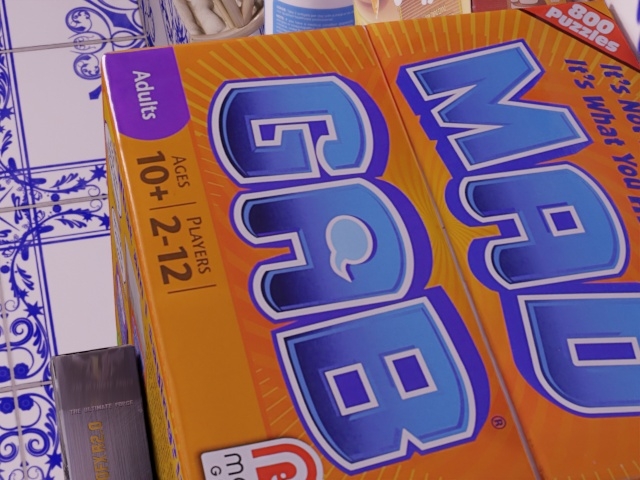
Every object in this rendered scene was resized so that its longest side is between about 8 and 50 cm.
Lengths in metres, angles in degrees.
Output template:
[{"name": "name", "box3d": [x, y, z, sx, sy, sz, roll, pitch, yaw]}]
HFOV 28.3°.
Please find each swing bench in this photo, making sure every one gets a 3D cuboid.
[{"name": "swing bench", "box3d": [-0.155, -0.453, 1.896, 0.253, 0.165, 0.255, -119, 19, -55]}]

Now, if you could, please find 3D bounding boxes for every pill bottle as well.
[{"name": "pill bottle", "box3d": [-0.002, -0.256, 1.427, 0.124, 0.124, 0.222, -114, 20, -50]}]

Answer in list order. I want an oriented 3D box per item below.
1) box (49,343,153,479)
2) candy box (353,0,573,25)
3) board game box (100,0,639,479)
[{"name": "box", "box3d": [-0.154, 0.172, 0.906, 0.231, 0.056, 0.183, 152, 109, -76]}, {"name": "candy box", "box3d": [0.104, -0.239, 1.054, 0.316, 0.087, 0.183, -145, 47, -72]}, {"name": "board game box", "box3d": [0.055, 0.100, 0.877, 0.356, 0.356, 0.357, 98, 159, -52]}]
